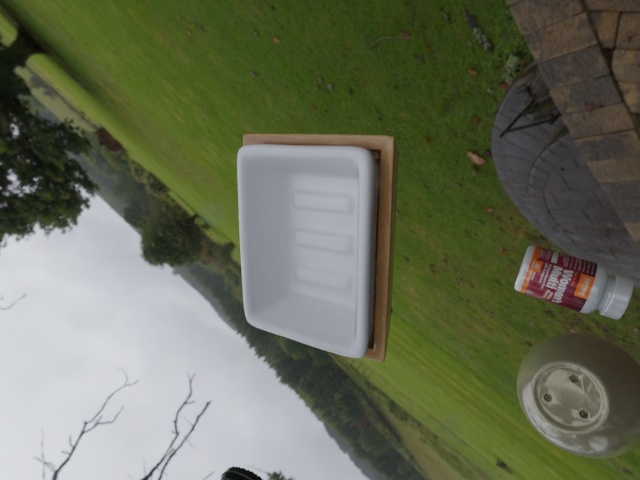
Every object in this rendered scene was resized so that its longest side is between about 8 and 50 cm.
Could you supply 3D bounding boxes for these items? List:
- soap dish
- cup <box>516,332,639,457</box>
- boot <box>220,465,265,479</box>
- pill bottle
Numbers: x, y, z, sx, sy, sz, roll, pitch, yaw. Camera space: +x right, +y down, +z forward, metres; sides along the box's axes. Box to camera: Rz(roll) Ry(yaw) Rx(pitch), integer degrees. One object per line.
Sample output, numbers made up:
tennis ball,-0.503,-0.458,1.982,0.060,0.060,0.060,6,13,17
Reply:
soap dish,0.000,0.000,0.580,0.228,0.118,0.292,9,107,31
cup,0.670,0.404,1.081,0.331,0.332,0.236,29,-175,40
boot,-0.183,0.629,0.900,0.246,0.207,0.094,11,109,29
pill bottle,0.589,0.098,0.970,0.221,0.121,0.121,19,156,26
